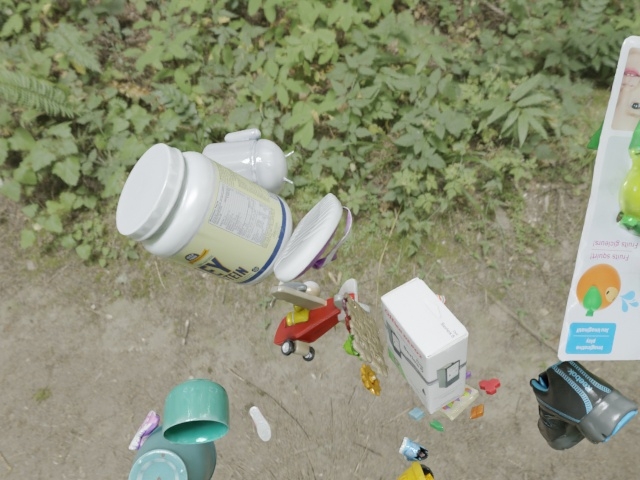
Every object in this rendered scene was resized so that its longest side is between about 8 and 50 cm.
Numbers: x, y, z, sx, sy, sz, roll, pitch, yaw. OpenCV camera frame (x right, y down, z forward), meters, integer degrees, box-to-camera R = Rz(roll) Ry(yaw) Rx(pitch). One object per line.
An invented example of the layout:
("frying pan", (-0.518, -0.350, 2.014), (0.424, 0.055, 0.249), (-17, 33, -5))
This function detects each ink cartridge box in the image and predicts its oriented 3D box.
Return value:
("ink cartridge box", (0.253, 0.259, 1.117), (0.114, 0.273, 0.198), (-26, 44, -11))

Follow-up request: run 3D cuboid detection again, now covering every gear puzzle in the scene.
("gear puzzle", (0.124, 0.306, 1.299), (0.044, 0.175, 0.339), (-35, 28, 17))

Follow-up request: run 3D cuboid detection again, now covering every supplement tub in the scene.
("supplement tub", (-0.248, -0.050, 1.013), (0.235, 0.324, 0.236), (-22, 56, 37))

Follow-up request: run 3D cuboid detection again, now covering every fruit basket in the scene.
("fruit basket", (0.445, -0.026, 0.514), (0.326, 0.165, 0.354), (3, 96, -13))

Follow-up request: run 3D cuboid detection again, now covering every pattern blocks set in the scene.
("pattern blocks set", (0.509, 0.609, 1.766), (0.324, 0.026, 0.285), (-31, 19, -36))

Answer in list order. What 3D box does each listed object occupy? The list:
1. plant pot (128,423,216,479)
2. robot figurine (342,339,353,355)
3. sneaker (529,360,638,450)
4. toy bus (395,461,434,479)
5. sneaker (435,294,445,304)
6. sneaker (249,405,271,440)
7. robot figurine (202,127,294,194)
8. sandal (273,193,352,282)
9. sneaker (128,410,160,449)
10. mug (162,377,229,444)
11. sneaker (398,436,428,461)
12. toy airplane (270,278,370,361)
("plant pot", (-0.504, 0.758, 1.517), (0.271, 0.255, 0.272), (0, 78, -2))
("robot figurine", (0.144, 0.429, 1.832), (0.115, 0.101, 0.067), (-6, 37, 48))
("sneaker", (0.486, 0.314, 0.896), (0.125, 0.341, 0.140), (-35, 61, -10))
("toy bus", (0.308, 0.859, 1.456), (0.211, 0.149, 0.220), (-36, 93, 0))
("sneaker", (0.457, 0.280, 1.955), (0.075, 0.161, 0.057), (19, 41, -28))
("sneaker", (-0.227, 0.695, 1.747), (0.050, 0.070, 0.134), (-27, 80, -10))
("robot figurine", (-0.262, -0.235, 1.540), (0.352, 0.200, 0.300), (-3, 80, 9))
("sandal", (0.010, -0.010, 0.981), (0.102, 0.169, 0.416), (42, 19, -8))
("sneaker", (-0.645, 0.739, 1.744), (0.104, 0.236, 0.095), (31, 34, -7))
("mug", (-0.264, 0.346, 0.932), (0.157, 0.130, 0.098), (-18, 49, 8))
("sneaker", (0.294, 0.653, 1.395), (0.073, 0.162, 0.064), (16, 71, 35))
("toy airplane", (-0.005, 0.256, 1.763), (0.383, 0.386, 0.273), (-10, 48, -10))
